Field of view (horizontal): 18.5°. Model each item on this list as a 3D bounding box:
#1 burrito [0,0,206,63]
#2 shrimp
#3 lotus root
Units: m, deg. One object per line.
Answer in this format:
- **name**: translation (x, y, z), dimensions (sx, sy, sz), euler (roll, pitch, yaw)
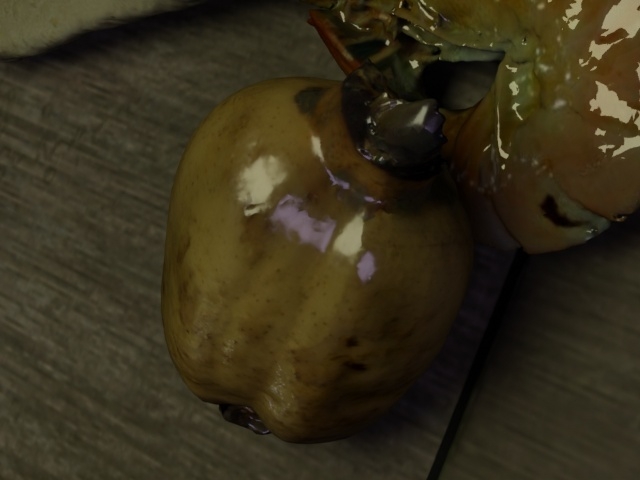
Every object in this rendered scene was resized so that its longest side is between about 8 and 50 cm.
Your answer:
- **burrito**: translation (-0.107, -0.141, 0.996), dimensions (0.275, 0.059, 0.082), euler (-13, 40, 43)
- **shrimp**: translation (0.059, -0.080, 0.825), dimensions (0.267, 0.061, 0.145), euler (25, 104, 43)
- **lotus root**: translation (0.000, 0.000, 0.782), dimensions (0.221, 0.125, 0.118), euler (112, 170, -48)
